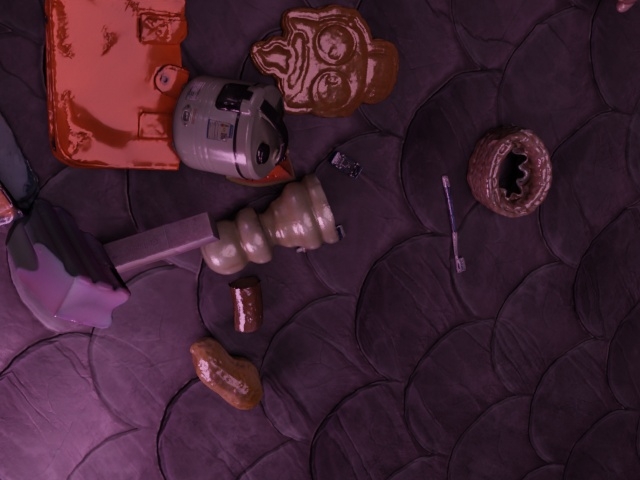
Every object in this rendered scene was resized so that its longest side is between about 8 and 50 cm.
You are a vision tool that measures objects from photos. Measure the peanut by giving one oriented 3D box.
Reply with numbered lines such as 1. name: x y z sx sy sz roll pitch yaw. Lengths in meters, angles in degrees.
1. peanut: -0.240 0.337 1.874 0.120 0.110 0.236 -36 107 18

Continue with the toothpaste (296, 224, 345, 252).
1. toothpaste: 0.000 0.000 1.895 0.139 0.021 0.037 -24 116 -13

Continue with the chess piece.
1. chess piece: -0.132 -0.022 1.778 0.330 0.182 0.182 -22 111 -4

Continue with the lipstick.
1. lipstick: -0.396 0.014 1.693 0.317 0.068 0.066 -18 78 5

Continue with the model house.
1. model house: -0.789 -0.133 1.543 0.291 0.184 0.253 -23 118 5

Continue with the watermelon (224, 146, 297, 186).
1. watermelon: -0.138 -0.218 1.747 0.192 0.137 0.146 -3 76 -34

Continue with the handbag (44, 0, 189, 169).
1. handbag: -0.440 -0.364 1.597 0.303 0.116 0.410 0 106 -18

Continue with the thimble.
1. thimble: 0.496 -0.183 1.932 0.195 0.148 0.229 -21 108 -9

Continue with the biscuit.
1. biscuit: 0.016 -0.431 1.759 0.375 0.051 0.270 2 104 -18

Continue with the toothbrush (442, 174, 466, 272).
1. toothbrush: 0.366 -0.043 1.995 0.026 0.024 0.288 -18 110 -13

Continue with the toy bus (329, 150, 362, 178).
1. toy bus: 0.062 -0.193 1.844 0.083 0.046 0.038 29 96 -25

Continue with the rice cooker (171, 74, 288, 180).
1. rice cooker: -0.188 -0.251 1.600 0.244 0.226 0.226 14 104 18

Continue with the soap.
1. soap: -0.563 0.039 1.579 0.192 0.324 0.109 27 104 -47

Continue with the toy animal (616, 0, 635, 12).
1. toy animal: 0.760 -0.757 1.821 0.246 0.277 0.345 32 83 5

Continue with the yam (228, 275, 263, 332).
1. yam: -0.187 0.160 1.853 0.084 0.084 0.127 -9 112 -15
